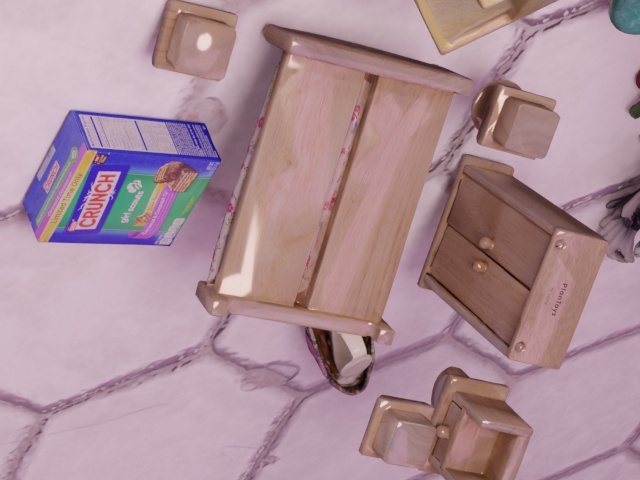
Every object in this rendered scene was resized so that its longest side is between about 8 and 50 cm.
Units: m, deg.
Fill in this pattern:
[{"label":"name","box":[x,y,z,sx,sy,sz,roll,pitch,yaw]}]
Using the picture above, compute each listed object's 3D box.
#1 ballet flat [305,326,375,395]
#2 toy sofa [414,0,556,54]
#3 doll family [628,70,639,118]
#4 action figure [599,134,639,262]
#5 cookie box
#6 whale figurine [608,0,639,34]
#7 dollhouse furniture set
[{"label":"ballet flat","box":[0.016,0.055,1.369,0.077,0.079,0.221,-23,146,-7]},{"label":"toy sofa","box":[0.116,-0.207,0.873,0.177,0.150,0.362,-26,-178,3]},{"label":"doll family","box":[0.335,-0.144,1.344,0.193,0.076,0.111,-42,140,11]},{"label":"action figure","box":[0.332,0.003,1.460,0.276,0.164,0.141,11,126,-51]},{"label":"cookie box","box":[-0.136,-0.040,1.168,0.107,0.040,0.092,3,137,-37]},{"label":"whale figurine","box":[0.338,-0.204,1.183,0.272,0.141,0.216,-9,119,-6]},{"label":"dollhouse furniture set","box":[0.000,0.000,1.234,0.356,0.174,0.303,12,104,-24]}]
